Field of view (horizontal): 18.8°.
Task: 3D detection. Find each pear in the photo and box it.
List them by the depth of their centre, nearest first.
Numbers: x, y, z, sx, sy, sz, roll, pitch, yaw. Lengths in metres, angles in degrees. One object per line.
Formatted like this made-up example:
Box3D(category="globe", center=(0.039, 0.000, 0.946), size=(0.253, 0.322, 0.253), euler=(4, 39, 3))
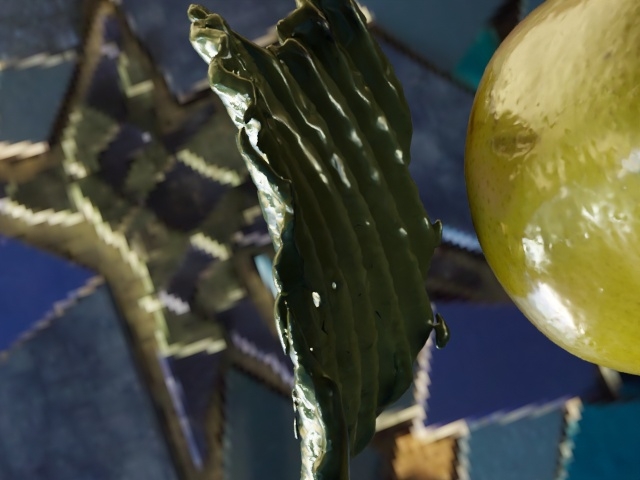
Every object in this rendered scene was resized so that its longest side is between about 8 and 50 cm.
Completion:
Box3D(category="pear", center=(0.243, -0.052, 1.271), size=(0.285, 0.285, 0.336), euler=(-8, 179, -28))

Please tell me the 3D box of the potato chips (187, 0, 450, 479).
Box3D(category="potato chips", center=(0.002, 0.008, 1.424), size=(0.097, 0.389, 0.373), euler=(-7, -171, 19))
